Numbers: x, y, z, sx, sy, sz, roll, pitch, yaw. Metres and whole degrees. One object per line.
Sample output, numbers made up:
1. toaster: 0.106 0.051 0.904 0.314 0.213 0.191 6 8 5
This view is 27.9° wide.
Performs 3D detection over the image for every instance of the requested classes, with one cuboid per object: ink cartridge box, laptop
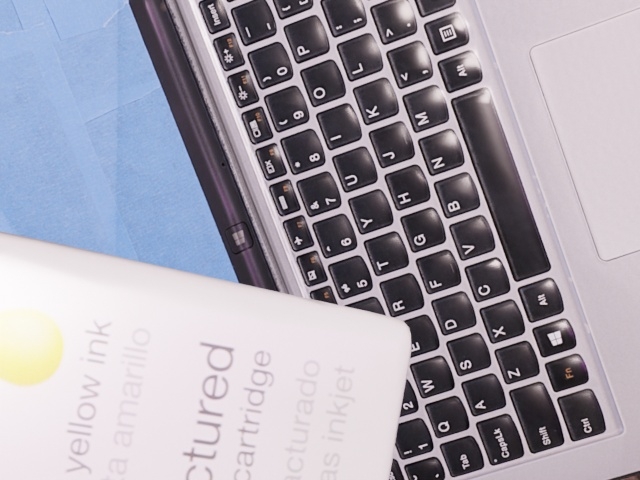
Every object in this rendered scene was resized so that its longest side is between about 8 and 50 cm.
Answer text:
1. ink cartridge box: -0.193 0.121 0.390 0.384 0.160 0.279 13 84 -24
2. laptop: 0.000 0.000 0.570 0.236 0.407 0.382 -59 129 -75
